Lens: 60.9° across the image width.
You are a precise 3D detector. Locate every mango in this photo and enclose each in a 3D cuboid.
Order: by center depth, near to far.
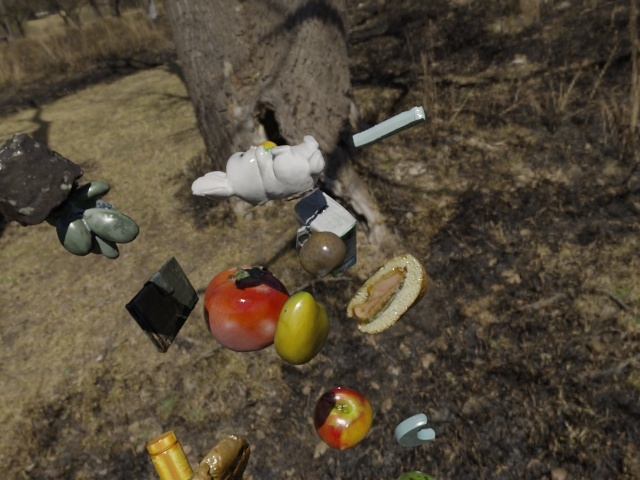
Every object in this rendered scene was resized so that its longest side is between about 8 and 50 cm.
[{"bbox_3d":[-0.038,0.161,0.981,0.085,0.191,0.122,27,80,21],"label":"mango"}]

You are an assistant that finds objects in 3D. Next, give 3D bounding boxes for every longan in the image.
[{"bbox_3d":[0.005,0.033,1.231,0.113,0.092,0.113,-8,57,13],"label":"longan"}]

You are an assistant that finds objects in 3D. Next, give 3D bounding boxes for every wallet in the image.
[{"bbox_3d":[-0.430,0.172,1.532,0.044,0.169,0.317,-24,16,13],"label":"wallet"}]

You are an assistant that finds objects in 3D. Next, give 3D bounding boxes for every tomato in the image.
[{"bbox_3d":[-0.261,0.250,1.933,0.321,0.322,0.321,-9,25,4],"label":"tomato"}]

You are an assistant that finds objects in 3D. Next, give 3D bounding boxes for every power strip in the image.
[{"bbox_3d":[0.336,0.691,1.949,0.137,0.216,0.044,-23,49,3],"label":"power strip"}]

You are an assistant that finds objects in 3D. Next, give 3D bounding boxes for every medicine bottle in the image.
[{"bbox_3d":[-0.461,0.704,1.700,0.096,0.192,0.096,-26,-2,-1],"label":"medicine bottle"}]

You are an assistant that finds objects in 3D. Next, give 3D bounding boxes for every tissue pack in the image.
[{"bbox_3d":[0.000,0.000,1.499,0.145,0.229,0.159,-41,66,-18],"label":"tissue pack"}]

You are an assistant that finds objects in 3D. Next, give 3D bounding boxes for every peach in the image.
[{"bbox_3d":[0.066,0.537,1.644,0.197,0.197,0.197,-9,25,4],"label":"peach"}]

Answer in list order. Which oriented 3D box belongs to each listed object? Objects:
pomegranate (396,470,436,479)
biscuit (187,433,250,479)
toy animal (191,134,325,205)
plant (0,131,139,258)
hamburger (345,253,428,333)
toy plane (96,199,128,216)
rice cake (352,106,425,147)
[{"bbox_3d":[0.292,0.770,1.537,0.224,0.181,0.181,42,49,18],"label":"pomegranate"},{"bbox_3d":[-0.184,0.422,0.892,0.042,0.226,0.226,27,38,16],"label":"biscuit"},{"bbox_3d":[-0.146,-0.160,1.348,0.325,0.154,0.208,-18,12,7],"label":"toy animal"},{"bbox_3d":[-0.469,-0.067,0.989,0.146,0.274,0.149,0,57,50],"label":"plant"},{"bbox_3d":[0.253,0.159,1.791,0.162,0.330,0.209,46,34,17],"label":"hamburger"},{"bbox_3d":[-0.563,-0.072,1.439,0.082,0.160,0.234,-40,57,12],"label":"toy plane"},{"bbox_3d":[0.150,-0.253,1.210,0.180,0.042,0.030,-18,-18,38],"label":"rice cake"}]
